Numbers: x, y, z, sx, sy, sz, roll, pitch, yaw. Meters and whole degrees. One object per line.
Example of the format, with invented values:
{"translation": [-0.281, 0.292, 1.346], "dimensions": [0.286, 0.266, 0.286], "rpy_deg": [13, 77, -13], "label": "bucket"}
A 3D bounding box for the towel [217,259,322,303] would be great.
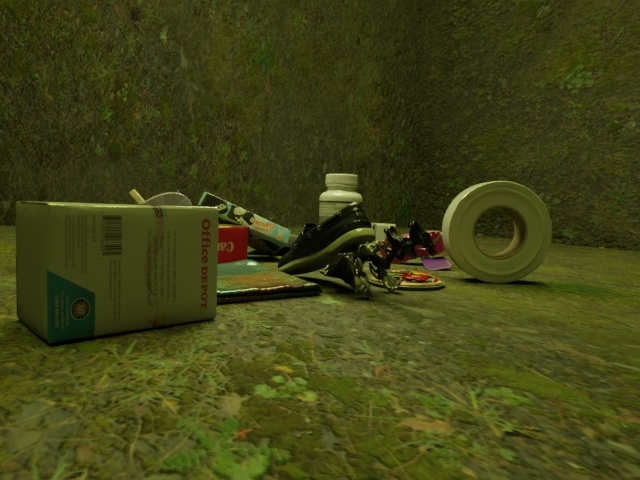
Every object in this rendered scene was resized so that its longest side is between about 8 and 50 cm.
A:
{"translation": [-0.202, 0.092, 1.184], "dimensions": [0.271, 0.040, 0.370], "rpy_deg": [-2, 6, -32], "label": "towel"}

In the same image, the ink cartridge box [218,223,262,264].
{"translation": [-0.366, 0.015, 1.513], "dimensions": [0.271, 0.130, 0.309], "rpy_deg": [5, 5, 28], "label": "ink cartridge box"}

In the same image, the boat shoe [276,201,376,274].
{"translation": [-0.003, 0.000, 1.266], "dimensions": [0.127, 0.113, 0.340], "rpy_deg": [2, -22, -38], "label": "boat shoe"}

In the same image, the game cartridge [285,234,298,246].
{"translation": [-0.181, 0.005, 1.996], "dimensions": [0.197, 0.062, 0.297], "rpy_deg": [6, -3, 9], "label": "game cartridge"}

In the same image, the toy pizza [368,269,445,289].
{"translation": [0.226, 0.099, 1.294], "dimensions": [0.201, 0.032, 0.201], "rpy_deg": [2, 5, 0], "label": "toy pizza"}

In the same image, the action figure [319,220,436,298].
{"translation": [0.118, 0.062, 1.120], "dimensions": [0.164, 0.141, 0.275], "rpy_deg": [-15, -11, -46], "label": "action figure"}

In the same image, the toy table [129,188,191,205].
{"translation": [-0.600, -0.073, 1.780], "dimensions": [0.274, 0.252, 0.161], "rpy_deg": [-31, 22, -14], "label": "toy table"}

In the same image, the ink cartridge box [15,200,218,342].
{"translation": [-0.336, 0.036, 0.824], "dimensions": [0.269, 0.199, 0.197], "rpy_deg": [-1, 5, -43], "label": "ink cartridge box"}

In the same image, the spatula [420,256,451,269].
{"translation": [0.386, 0.070, 1.728], "dimensions": [0.084, 0.031, 0.296], "rpy_deg": [-10, 3, 2], "label": "spatula"}

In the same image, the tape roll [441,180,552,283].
{"translation": [0.493, -0.024, 1.382], "dimensions": [0.285, 0.287, 0.100], "rpy_deg": [2, 4, 2], "label": "tape roll"}

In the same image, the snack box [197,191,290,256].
{"translation": [-0.282, -0.050, 1.718], "dimensions": [0.321, 0.060, 0.187], "rpy_deg": [24, -22, -14], "label": "snack box"}

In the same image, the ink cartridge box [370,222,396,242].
{"translation": [0.203, -0.029, 2.380], "dimensions": [0.272, 0.114, 0.197], "rpy_deg": [-1, 4, -20], "label": "ink cartridge box"}

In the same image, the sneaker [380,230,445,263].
{"translation": [0.335, 0.021, 1.739], "dimensions": [0.252, 0.103, 0.111], "rpy_deg": [-6, 2, 28], "label": "sneaker"}

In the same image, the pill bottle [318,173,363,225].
{"translation": [0.080, -0.102, 1.956], "dimensions": [0.176, 0.319, 0.176], "rpy_deg": [2, 3, 0], "label": "pill bottle"}
